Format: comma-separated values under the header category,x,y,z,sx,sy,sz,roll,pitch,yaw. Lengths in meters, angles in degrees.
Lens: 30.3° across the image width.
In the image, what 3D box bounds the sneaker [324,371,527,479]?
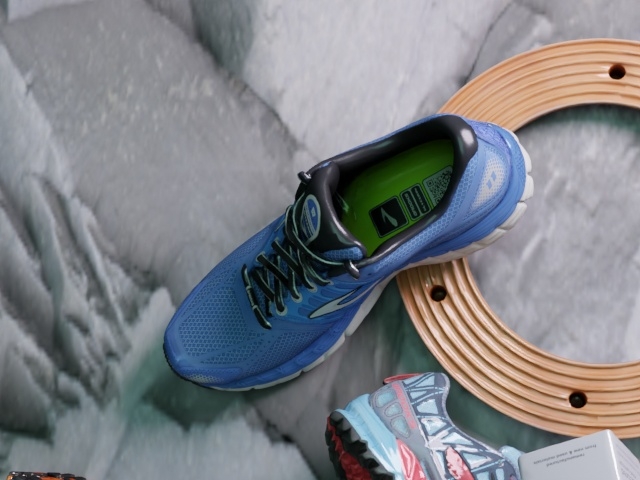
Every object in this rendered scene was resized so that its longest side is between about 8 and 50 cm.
category,x,y,z,sx,sy,sz,roll,pitch,yaw
sneaker,0.123,0.207,0.875,0.125,0.104,0.262,-31,77,-22

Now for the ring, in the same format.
category,x,y,z,sx,sy,sz,roll,pitch,yaw
ring,0.226,-0.006,0.962,0.336,0.032,0.337,-3,74,10

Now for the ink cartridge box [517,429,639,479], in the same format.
category,x,y,z,sx,sy,sz,roll,pitch,yaw
ink cartridge box,0.205,0.239,0.812,0.072,0.127,0.175,-22,50,23

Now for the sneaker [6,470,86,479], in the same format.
category,x,y,z,sx,sy,sz,roll,pitch,yaw
sneaker,-0.165,0.249,0.920,0.221,0.083,0.087,15,92,38

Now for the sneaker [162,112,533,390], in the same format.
category,x,y,z,sx,sy,sz,roll,pitch,yaw
sneaker,0.000,0.000,0.918,0.330,0.147,0.130,-36,65,14
